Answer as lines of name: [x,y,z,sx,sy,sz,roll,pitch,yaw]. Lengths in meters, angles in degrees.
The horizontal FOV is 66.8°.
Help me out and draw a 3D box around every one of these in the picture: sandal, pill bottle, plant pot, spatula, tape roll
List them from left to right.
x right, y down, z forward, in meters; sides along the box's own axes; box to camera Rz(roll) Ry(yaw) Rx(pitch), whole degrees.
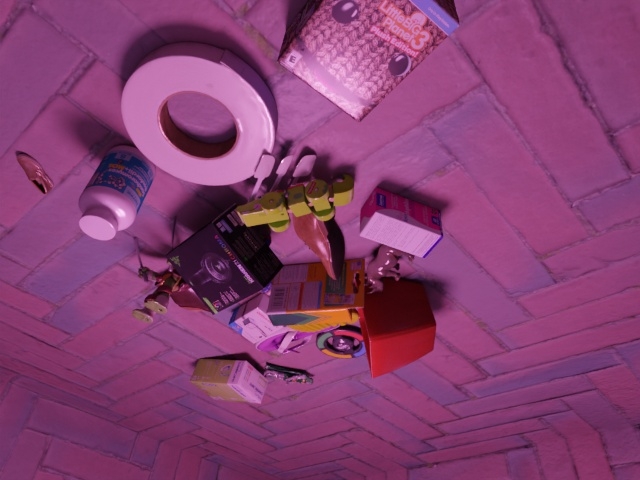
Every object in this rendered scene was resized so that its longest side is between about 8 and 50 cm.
pill bottle: [-0.557,-0.127,1.321,0.146,0.264,0.146,3,138,3]
tape roll: [-0.302,-0.307,1.237,0.391,0.072,0.392,3,137,3]
pill bottle: [-0.219,0.139,1.719,0.120,0.067,0.067,31,132,-25]
spatula: [-0.122,-0.156,1.370,0.168,0.019,0.242,-10,149,-33]
sandal: [-0.102,0.394,1.930,0.416,0.102,0.169,-28,148,31]
sandal: [-0.004,0.251,1.773,0.317,0.138,0.126,-15,148,24]
plant pot: [0.264,0.286,1.703,0.235,0.267,0.267,-10,137,-1]

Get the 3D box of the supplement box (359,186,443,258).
supplement box: [0.235,-0.050,1.425,0.220,0.111,0.114,17,136,-13]

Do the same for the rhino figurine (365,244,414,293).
rhino figurine: [0.211,0.084,1.577,0.106,0.073,0.243,21,121,-15]

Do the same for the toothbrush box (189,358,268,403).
toothbrush box: [-0.418,0.646,2.229,0.283,0.122,0.206,-5,138,30]

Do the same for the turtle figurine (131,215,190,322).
turtle figurine: [-0.541,0.110,1.584,0.197,0.266,0.275,-3,134,14]

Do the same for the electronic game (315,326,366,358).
electronic game: [0.094,0.428,2.014,0.229,0.048,0.229,4,138,3]

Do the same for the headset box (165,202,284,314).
headset box: [-0.302,0.066,1.491,0.283,0.131,0.246,-28,104,37]

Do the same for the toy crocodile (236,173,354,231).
toy crocodile: [-0.068,-0.110,1.361,0.340,0.105,0.115,-13,147,8]

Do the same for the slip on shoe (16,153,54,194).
slip on shoe: [-0.854,-0.196,1.447,0.051,0.041,0.135,-5,137,12]

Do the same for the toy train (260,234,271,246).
toy train: [-0.283,0.045,1.608,0.143,0.105,0.248,37,131,-16]

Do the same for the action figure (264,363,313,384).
action figure: [-0.146,0.635,2.260,0.232,0.064,0.137,9,148,1]

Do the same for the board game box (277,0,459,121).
board game box: [0.091,-0.435,0.997,0.232,0.141,0.291,29,133,-24]

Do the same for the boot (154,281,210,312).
boot: [-0.460,0.187,1.783,0.248,0.090,0.207,-16,135,28]

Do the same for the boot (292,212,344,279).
boot: [0.000,0.000,1.527,0.115,0.112,0.305,0,130,23]

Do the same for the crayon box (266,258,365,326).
crayon box: [-0.005,0.175,1.632,0.322,0.203,0.083,-6,137,13]

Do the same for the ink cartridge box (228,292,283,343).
ink cartridge box: [-0.242,0.304,1.885,0.139,0.082,0.190,41,129,-21]
